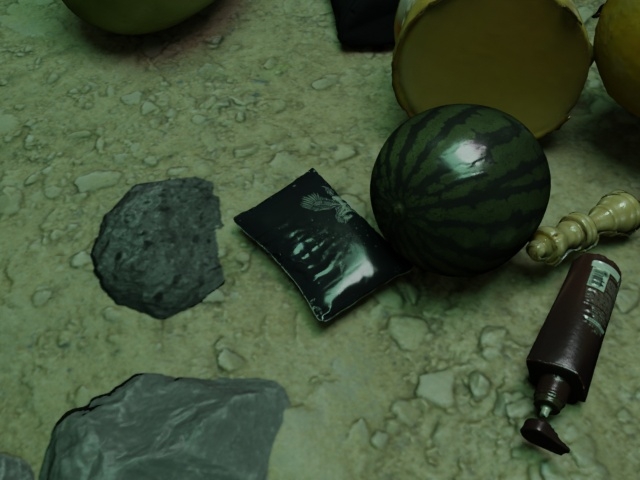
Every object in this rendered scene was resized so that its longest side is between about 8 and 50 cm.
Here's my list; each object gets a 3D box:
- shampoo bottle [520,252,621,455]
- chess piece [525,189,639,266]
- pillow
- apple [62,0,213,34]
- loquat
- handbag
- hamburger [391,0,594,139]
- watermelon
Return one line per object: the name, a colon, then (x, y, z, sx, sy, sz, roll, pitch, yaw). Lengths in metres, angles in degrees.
shampoo bottle: (0.273, 0.119, 0.758, 0.068, 0.067, 0.236, 17, 53, 27)
chess piece: (0.317, -0.011, 0.844, 0.172, 0.060, 0.060, -21, 52, -27)
pillow: (0.000, 0.000, 0.874, 0.141, 0.055, 0.208, -31, 57, -17)
apple: (-0.299, -0.524, 1.139, 0.358, 0.357, 0.357, -2, 51, 2)
loquat: (0.457, -0.260, 0.874, 0.244, 0.243, 0.243, -2, 51, 2)
handbag: (0.127, -0.482, 1.179, 0.275, 0.177, 0.301, -6, 51, -2)
hamburger: (0.250, -0.273, 0.965, 0.303, 0.261, 0.186, 18, 48, -5)
watermelon: (0.161, -0.058, 0.813, 0.212, 0.212, 0.212, -2, 51, 2)
